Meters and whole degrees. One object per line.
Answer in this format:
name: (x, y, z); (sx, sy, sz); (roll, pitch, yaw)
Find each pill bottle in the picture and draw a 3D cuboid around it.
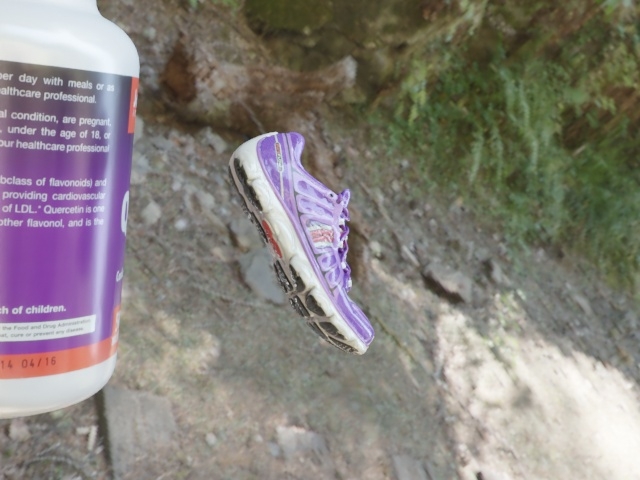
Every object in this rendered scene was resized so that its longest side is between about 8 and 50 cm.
pill bottle: (-0.225, -0.051, 0.629); (0.181, 0.323, 0.181); (7, 8, -1)

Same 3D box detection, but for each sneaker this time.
sneaker: (0.000, 0.000, 0.626); (0.170, 0.071, 0.068); (65, -16, -3)
